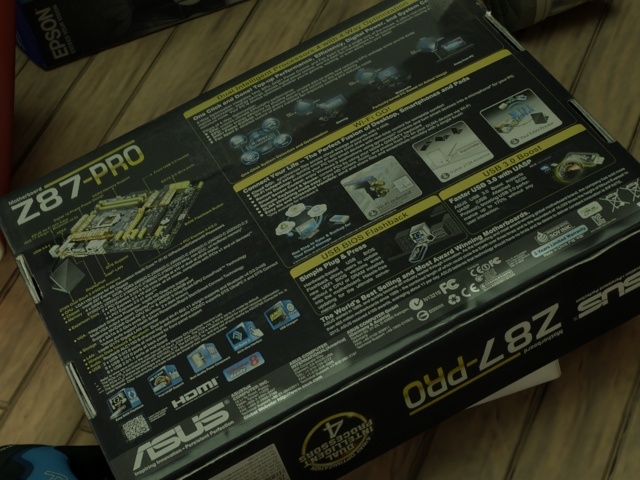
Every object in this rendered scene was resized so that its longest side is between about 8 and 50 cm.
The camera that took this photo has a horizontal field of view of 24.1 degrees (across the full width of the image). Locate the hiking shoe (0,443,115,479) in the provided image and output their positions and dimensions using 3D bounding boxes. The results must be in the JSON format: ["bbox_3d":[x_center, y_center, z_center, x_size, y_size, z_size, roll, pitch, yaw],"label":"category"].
[{"bbox_3d":[-0.176,0.206,0.916,0.132,0.113,0.304,-12,27,-6],"label":"hiking shoe"}]

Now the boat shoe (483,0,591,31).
[{"bbox_3d":[0.162,-0.319,1.343,0.103,0.118,0.320,-15,51,-7],"label":"boat shoe"}]

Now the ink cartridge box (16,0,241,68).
[{"bbox_3d":[-0.182,-0.258,1.333,0.332,0.165,0.065,-20,49,-3],"label":"ink cartridge box"}]

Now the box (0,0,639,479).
[{"bbox_3d":[0.000,0.000,1.042,0.395,0.097,0.318,-29,48,-8],"label":"box"}]

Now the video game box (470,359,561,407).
[{"bbox_3d":[0.045,0.050,1.080,0.205,0.048,0.187,-19,49,1],"label":"video game box"}]

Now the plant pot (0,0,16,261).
[{"bbox_3d":[-0.355,-0.090,1.151,0.275,0.275,0.243,-12,74,3],"label":"plant pot"}]
